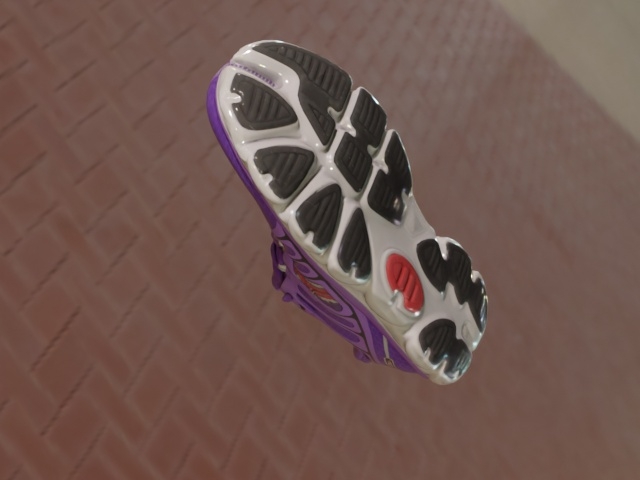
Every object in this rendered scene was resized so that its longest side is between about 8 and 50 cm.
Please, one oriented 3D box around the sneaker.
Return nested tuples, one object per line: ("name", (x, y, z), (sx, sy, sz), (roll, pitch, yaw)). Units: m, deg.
("sneaker", (0.000, 0.000, 0.499), (0.170, 0.071, 0.068), (56, 45, -37))
